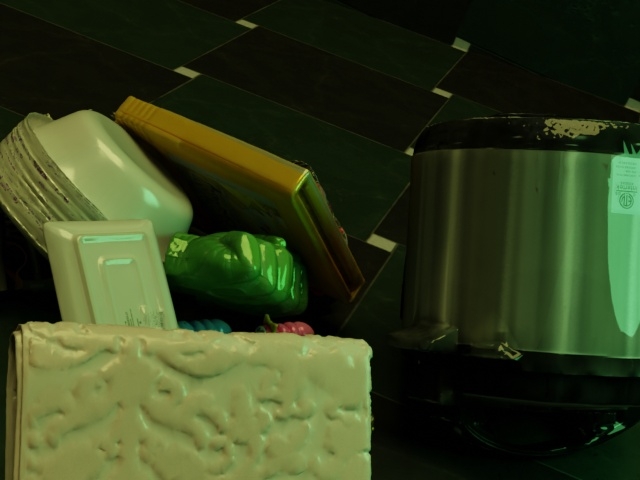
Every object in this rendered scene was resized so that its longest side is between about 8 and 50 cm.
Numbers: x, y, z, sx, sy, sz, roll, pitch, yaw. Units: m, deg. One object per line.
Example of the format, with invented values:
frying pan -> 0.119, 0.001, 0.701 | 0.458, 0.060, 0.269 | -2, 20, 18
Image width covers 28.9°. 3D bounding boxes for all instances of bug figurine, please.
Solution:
bug figurine -> -0.058, 0.160, 1.514 | 0.216, 0.072, 0.279 | -5, 32, -42

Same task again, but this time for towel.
towel -> -0.107, 0.234, 1.076 | 0.332, 0.317, 0.053 | 5, -10, -27

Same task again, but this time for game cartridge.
game cartridge -> -0.112, -0.053, 1.678 | 0.324, 0.052, 0.285 | 23, -22, 30

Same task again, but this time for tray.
tray -> -0.215, 0.098, 1.389 | 0.145, 0.030, 0.270 | -2, 70, -40

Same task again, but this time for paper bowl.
paper bowl -> -0.276, -0.053, 1.581 | 0.284, 0.148, 0.284 | 44, 6, -6

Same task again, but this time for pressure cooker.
pressure cooker -> 0.281, 0.065, 1.579 | 0.370, 0.420, 0.375 | 2, -1, 12

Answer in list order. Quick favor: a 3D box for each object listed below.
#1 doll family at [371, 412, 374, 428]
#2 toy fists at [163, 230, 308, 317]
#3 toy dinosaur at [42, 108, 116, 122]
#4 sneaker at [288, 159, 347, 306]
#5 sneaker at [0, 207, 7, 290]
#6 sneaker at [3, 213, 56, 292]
doll family -> 0.009, 0.244, 1.327 | 0.111, 0.076, 0.193 | -2, 70, -4
toy fists -> -0.093, 0.042, 1.576 | 0.142, 0.096, 0.279 | 9, -10, 11
toy dinosaur -> -0.371, -0.172, 2.059 | 0.183, 0.053, 0.092 | 19, 38, 19
sneaker -> 0.000, 0.000, 1.859 | 0.125, 0.104, 0.262 | 52, 18, -48
sneaker -> -0.487, 0.019, 1.514 | 0.222, 0.118, 0.083 | -5, 0, 17
sneaker -> -0.398, -0.003, 1.616 | 0.083, 0.084, 0.215 | -11, 38, -41
